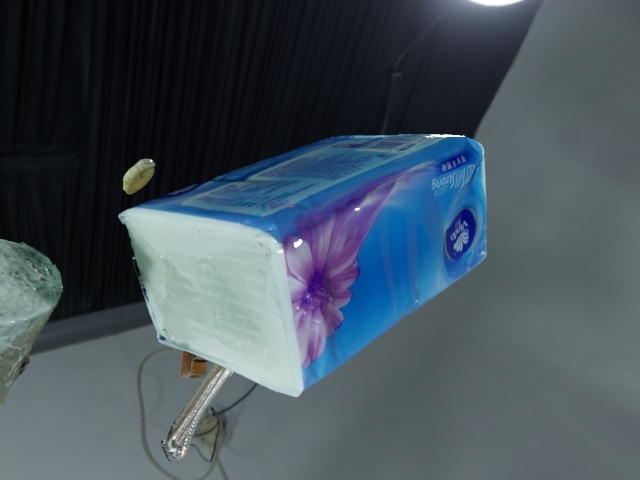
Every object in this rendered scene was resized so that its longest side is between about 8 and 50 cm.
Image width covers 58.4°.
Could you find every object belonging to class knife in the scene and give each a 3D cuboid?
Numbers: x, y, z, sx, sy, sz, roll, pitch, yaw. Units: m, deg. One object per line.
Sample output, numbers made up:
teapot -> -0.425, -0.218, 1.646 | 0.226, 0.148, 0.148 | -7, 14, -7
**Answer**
knife -> -0.286, 0.396, 1.434 | 0.089, 0.365, 0.043 | 39, 11, 30

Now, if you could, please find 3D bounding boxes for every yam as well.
yam -> -0.279, 0.122, 0.407 | 0.093, 0.259, 0.093 | 30, 15, -9

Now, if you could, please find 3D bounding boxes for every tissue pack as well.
tissue pack -> 0.000, 0.000, 0.513 | 0.198, 0.146, 0.263 | 9, 28, 43

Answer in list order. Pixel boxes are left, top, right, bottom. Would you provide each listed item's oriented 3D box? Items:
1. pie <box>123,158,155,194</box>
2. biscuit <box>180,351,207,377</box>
pie -> -0.354, -0.125, 1.113 | 0.020, 0.084, 0.084 | 40, 33, 5
biscuit -> -0.223, 0.142, 1.100 | 0.043, 0.306, 0.284 | 7, 28, -20
